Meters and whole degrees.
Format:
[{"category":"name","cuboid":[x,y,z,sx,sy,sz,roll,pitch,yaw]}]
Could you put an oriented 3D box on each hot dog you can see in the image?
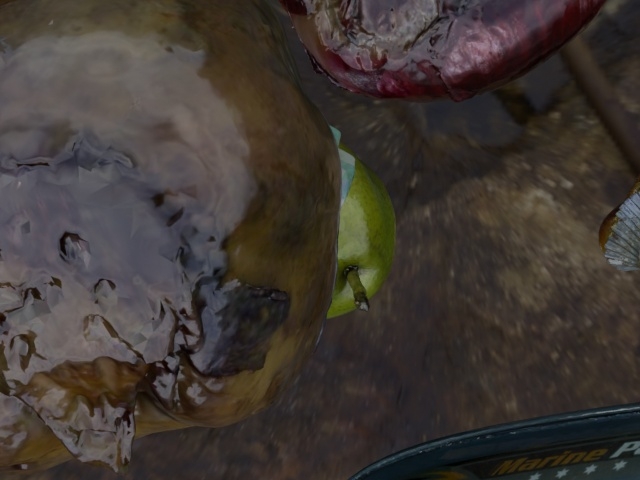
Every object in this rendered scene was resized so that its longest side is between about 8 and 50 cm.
[{"category":"hot dog","cuboid":[0.397,-0.069,1.627,0.270,0.163,0.082,-34,61,-18]}]

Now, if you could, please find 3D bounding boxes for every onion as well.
[{"category":"onion","cuboid":[0.119,-0.232,1.368,0.314,0.314,0.232,-25,123,5]}]

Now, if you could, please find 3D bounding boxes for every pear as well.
[{"category":"pear","cuboid":[0.000,0.000,1.419,0.166,0.180,0.216,-36,51,-10]}]

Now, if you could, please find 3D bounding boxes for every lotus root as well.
[{"category":"lotus root","cuboid":[-0.117,0.000,0.717,0.272,0.192,0.272,1,106,5]}]

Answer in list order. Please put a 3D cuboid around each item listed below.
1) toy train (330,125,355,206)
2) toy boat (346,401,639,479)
[{"category":"toy train","cuboid":[-0.081,-0.046,0.890,0.194,0.125,0.081,26,54,-10]},{"category":"toy boat","cuboid":[0.085,0.084,0.403,0.246,0.103,0.093,-14,109,42]}]
